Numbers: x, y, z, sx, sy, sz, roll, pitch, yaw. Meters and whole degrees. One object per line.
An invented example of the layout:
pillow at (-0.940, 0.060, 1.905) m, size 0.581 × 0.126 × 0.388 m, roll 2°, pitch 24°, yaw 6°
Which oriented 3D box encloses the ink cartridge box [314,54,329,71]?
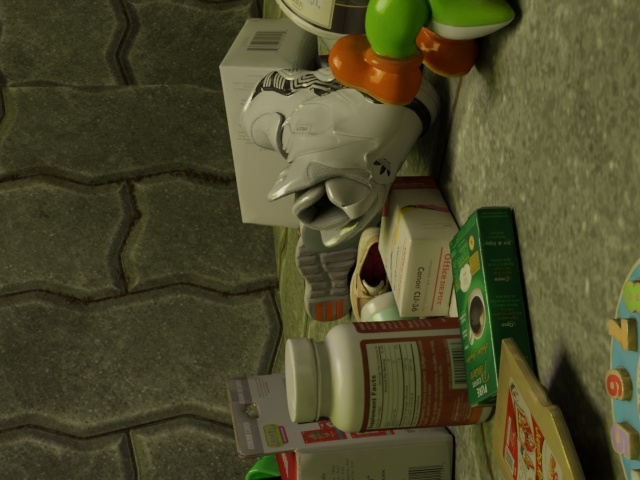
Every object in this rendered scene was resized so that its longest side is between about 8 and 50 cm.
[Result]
ink cartridge box at (0.034, -0.237, 1.787) m, size 0.311 × 0.065 × 0.185 m, roll -119°, pitch 27°, yaw -69°

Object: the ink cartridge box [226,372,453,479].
ink cartridge box at (0.012, 0.285, 1.321) m, size 0.309 × 0.272 × 0.130 m, roll -129°, pitch 37°, yaw -78°

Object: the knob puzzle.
knob puzzle at (0.201, 0.205, 0.812) m, size 0.213 × 0.030 × 0.213 m, roll 167°, pitch 90°, yaw -82°

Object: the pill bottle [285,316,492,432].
pill bottle at (0.073, 0.148, 1.047) m, size 0.121 × 0.216 × 0.121 m, roll 178°, pitch 90°, yaw -82°

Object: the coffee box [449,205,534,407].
coffee box at (0.171, 0.071, 0.960) m, size 0.113 × 0.040 × 0.184 m, roll 110°, pitch 157°, yaw -70°

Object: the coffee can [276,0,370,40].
coffee can at (0.047, -0.403, 1.130) m, size 0.275 × 0.201 × 0.201 m, roll 101°, pitch 164°, yaw -60°

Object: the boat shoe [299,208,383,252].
boat shoe at (0.035, -0.133, 1.537) m, size 0.367 × 0.136 × 0.156 m, roll 104°, pitch 162°, yaw -54°

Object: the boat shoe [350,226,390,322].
boat shoe at (0.081, 0.066, 1.516) m, size 0.059 × 0.063 × 0.170 m, roll -98°, pitch 8°, yaw -71°

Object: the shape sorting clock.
shape sorting clock at (0.223, 0.106, 0.603) m, size 0.206 × 0.040 × 0.206 m, roll 178°, pitch 90°, yaw -82°

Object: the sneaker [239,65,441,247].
sneaker at (-0.019, -0.114, 1.258) m, size 0.366 × 0.137 × 0.210 m, roll 1°, pitch 59°, yaw 51°

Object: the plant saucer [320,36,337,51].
plant saucer at (0.017, -0.480, 1.573) m, size 0.400 × 0.100 × 0.400 m, roll 174°, pitch 90°, yaw -78°

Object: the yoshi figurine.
yoshi figurine at (0.089, -0.326, 0.914) m, size 0.362 × 0.203 × 0.203 m, roll 100°, pitch 172°, yaw -46°

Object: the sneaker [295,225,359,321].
sneaker at (0.000, 0.000, 1.853) m, size 0.321 × 0.125 × 0.180 m, roll 97°, pitch 167°, yaw -48°

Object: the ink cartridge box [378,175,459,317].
ink cartridge box at (0.124, 0.015, 1.177) m, size 0.198 × 0.067 × 0.115 m, roll -104°, pitch 15°, yaw -58°

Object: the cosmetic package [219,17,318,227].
cosmetic package at (-0.087, -0.238, 1.961) m, size 0.217 × 0.156 × 0.385 m, roll -72°, pitch -19°, yaw -48°

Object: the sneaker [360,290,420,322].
sneaker at (0.106, 0.182, 1.290) m, size 0.256 × 0.094 × 0.151 m, roll 82°, pitch 168°, yaw -66°

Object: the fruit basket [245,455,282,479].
fruit basket at (0.003, 0.536, 1.608) m, size 0.392 × 0.283 × 0.392 m, roll 9°, pitch -90°, yaw -84°
